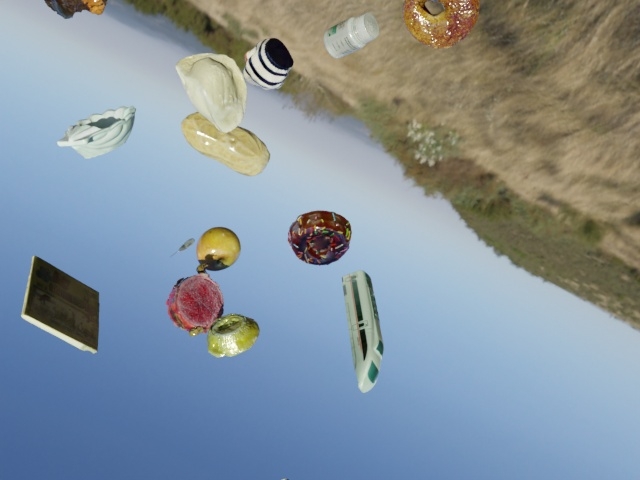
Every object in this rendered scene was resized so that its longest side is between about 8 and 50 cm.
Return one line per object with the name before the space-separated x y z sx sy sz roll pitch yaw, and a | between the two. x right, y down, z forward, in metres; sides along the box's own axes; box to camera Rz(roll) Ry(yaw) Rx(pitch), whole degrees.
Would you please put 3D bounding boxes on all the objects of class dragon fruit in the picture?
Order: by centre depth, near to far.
dragon fruit | -0.460 0.230 2.158 0.211 0.147 0.282 19 -124 -31

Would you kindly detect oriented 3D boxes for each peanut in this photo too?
peanut | -0.317 -0.327 1.959 0.313 0.152 0.152 29 -170 -4

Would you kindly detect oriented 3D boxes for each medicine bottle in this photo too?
medicine bottle | 0.079 -0.526 1.506 0.130 0.080 0.080 -12 160 41

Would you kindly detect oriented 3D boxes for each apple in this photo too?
apple | -0.409 0.030 2.355 0.182 0.182 0.155 19 -143 -41

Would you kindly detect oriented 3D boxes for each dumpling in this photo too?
dumpling | -0.303 -0.451 1.746 0.252 0.179 0.131 57 154 -2

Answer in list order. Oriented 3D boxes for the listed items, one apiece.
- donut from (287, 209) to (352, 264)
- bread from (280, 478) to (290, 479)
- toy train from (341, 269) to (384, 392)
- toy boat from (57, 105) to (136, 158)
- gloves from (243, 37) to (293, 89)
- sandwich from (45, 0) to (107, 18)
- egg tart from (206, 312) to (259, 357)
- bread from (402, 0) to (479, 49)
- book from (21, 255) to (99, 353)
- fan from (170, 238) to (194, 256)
donut | 0.000 0.000 2.070 0.235 0.235 0.089 23 -144 -25
bread | -0.073 0.678 1.560 0.109 0.043 0.062 58 -178 11
toy train | 0.130 0.255 1.697 0.407 0.088 0.086 -95 -20 -50
toy boat | -0.682 -0.334 1.830 0.199 0.100 0.290 -3 -152 21
gloves | -0.166 -0.506 1.753 0.140 0.131 0.218 32 150 -19
sandwich | -0.600 -0.661 1.503 0.250 0.162 0.301 29 -129 -15
egg tart | -0.301 0.308 1.992 0.197 0.078 0.197 -10 -149 6
bread | 0.283 -0.545 1.387 0.193 0.193 0.064 27 -139 -6
book | -0.525 0.130 1.202 0.168 0.013 0.192 42 -167 -37
fan | -0.383 0.019 1.658 0.003 0.080 0.060 51 -164 9
